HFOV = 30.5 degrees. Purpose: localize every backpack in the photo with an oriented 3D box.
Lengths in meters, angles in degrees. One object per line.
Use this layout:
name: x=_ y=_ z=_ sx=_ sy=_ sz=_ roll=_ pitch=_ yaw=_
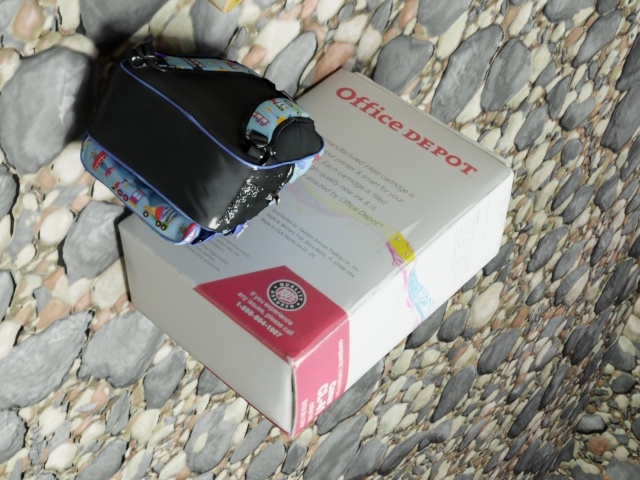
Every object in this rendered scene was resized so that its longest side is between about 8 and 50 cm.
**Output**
backpack: x=-0.087 y=-0.082 z=0.962 sx=0.116 sy=0.158 sz=0.173 roll=-57 pitch=166 yaw=23

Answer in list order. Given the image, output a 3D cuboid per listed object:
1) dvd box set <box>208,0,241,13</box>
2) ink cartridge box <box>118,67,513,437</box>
dvd box set: x=0.045 y=-0.345 z=0.762 sx=0.307 sy=0.062 sz=0.420 roll=-46 pitch=179 yaw=-17
ink cartridge box: x=0.000 y=0.000 z=1.104 sx=0.306 sy=0.226 sz=0.131 roll=-37 pitch=148 yaw=-30
